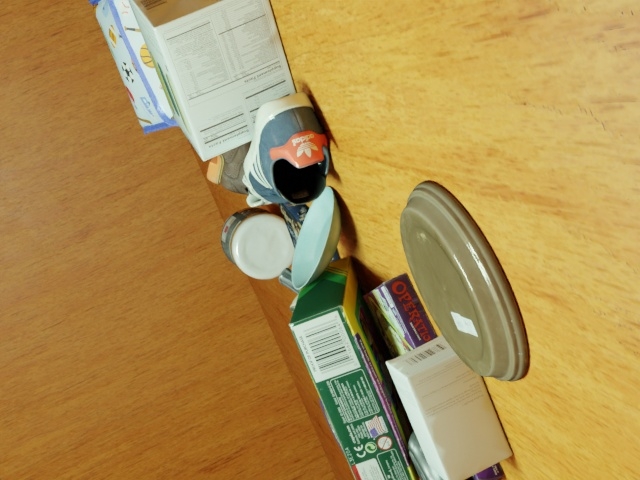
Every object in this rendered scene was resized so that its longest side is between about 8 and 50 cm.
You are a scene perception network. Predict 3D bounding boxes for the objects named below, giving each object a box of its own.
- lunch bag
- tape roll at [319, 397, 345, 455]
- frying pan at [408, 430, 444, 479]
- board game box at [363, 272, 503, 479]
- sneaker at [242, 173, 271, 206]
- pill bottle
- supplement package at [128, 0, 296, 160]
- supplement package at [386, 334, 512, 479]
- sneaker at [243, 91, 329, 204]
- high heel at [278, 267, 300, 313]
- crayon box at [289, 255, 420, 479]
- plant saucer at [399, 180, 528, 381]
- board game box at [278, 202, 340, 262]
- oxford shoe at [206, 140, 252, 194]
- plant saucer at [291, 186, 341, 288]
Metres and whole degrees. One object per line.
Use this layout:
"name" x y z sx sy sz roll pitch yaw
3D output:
"lunch bag" -0.290 -0.405 2.046 0.385 0.238 0.328 3 118 61
"tape roll" 0.073 0.496 2.723 0.189 0.080 0.189 61 169 21
"frying pan" 0.179 0.368 1.687 0.197 0.053 0.326 67 174 -23
"board game box" 0.177 0.228 1.640 0.347 0.056 0.208 65 166 5
"sneaker" -0.119 -0.145 2.144 0.235 0.094 0.090 86 159 -60
"pill bottle" -0.162 0.000 2.507 0.162 0.162 0.278 67 169 -13
"supplement package" -0.183 -0.322 1.742 0.199 0.198 0.263 52 164 51
"supplement package" 0.185 0.243 1.457 0.179 0.105 0.105 68 169 -10
"sneaker" -0.053 -0.113 1.759 0.350 0.131 0.148 95 153 -70
"high heel" 0.021 0.160 2.244 0.186 0.093 0.261 31 171 27
"crayon box" 0.069 0.244 1.805 0.313 0.106 0.363 -76 -36 -76
"plant saucer" 0.172 0.058 1.271 0.278 0.041 0.278 61 168 22
"board game box" -0.015 0.011 2.119 0.243 0.042 0.165 48 161 59
"oxford shoe" -0.163 -0.207 2.256 0.132 0.130 0.364 32 160 1
"plant saucer" 0.000 0.000 1.818 0.195 0.037 0.195 -161 90 -74
